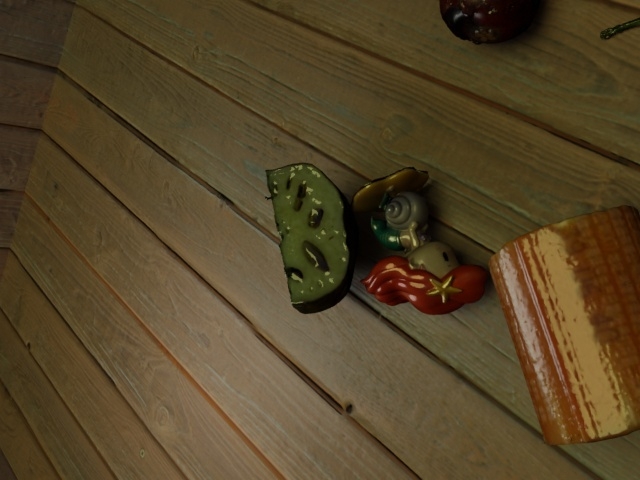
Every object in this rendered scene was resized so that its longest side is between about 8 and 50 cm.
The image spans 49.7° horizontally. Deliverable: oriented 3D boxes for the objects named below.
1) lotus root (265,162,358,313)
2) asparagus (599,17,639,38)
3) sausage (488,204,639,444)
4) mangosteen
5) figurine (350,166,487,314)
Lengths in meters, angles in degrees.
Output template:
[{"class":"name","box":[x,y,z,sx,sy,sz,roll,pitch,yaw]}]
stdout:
[{"class":"lotus root","box":[0.004,0.015,1.342,0.149,0.260,0.267,-14,71,6]},{"class":"asparagus","box":[0.490,-0.335,1.056,0.127,0.018,0.015,-11,120,44]},{"class":"sausage","box":[0.388,0.122,0.989,0.233,0.233,0.287,-26,73,39]},{"class":"mangosteen","box":[0.289,-0.421,1.162,0.166,0.166,0.180,5,66,42]},{"class":"figurine","box":[0.164,0.024,1.246,0.208,0.181,0.257,-21,71,-2]}]
